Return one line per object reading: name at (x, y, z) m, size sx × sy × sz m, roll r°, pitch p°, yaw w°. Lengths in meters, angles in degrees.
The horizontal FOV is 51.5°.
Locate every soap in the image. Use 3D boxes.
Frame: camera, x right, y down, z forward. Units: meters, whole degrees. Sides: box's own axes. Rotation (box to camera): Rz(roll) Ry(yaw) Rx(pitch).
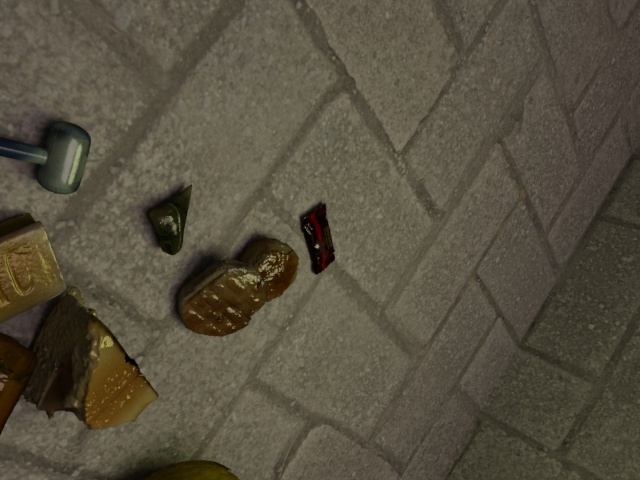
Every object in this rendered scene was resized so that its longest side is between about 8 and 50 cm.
soap at (-0.535, 0.066, 1.040) m, size 0.232 × 0.073 × 0.140 m, roll -29°, pitch 124°, yaw -34°

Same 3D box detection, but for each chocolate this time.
chocolate at (0.000, 0.000, 1.620) m, size 0.086 × 0.028 × 0.182 m, roll -37°, pitch 131°, yaw -33°

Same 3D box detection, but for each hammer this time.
hammer at (-0.458, -0.141, 1.029) m, size 0.194 × 0.069 × 0.116 m, roll 10°, pitch 102°, yaw -44°

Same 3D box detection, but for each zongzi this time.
zongzi at (-0.275, -0.039, 1.294) m, size 0.113 × 0.052 × 0.104 m, roll -49°, pitch 147°, yaw -37°

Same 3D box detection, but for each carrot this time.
carrot at (-0.577, 0.305, 1.089) m, size 0.114 × 0.114 × 0.302 m, roll 34°, pitch 82°, yaw -50°

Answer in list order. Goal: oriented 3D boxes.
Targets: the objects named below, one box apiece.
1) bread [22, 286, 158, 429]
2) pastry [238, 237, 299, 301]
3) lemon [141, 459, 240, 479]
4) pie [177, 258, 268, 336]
bread at (-0.384, 0.214, 1.193) m, size 0.211 × 0.183 × 0.224 m, roll 11°, pitch 103°, yaw -50°
pastry at (-0.117, 0.066, 1.485) m, size 0.153 × 0.081 × 0.153 m, roll -29°, pitch 132°, yaw -38°
lemon at (-0.272, 0.659, 1.401) m, size 0.349 × 0.387 × 0.350 m, roll -23°, pitch 139°, yaw -21°
pie at (-0.202, 0.127, 1.403) m, size 0.195 × 0.046 × 0.195 m, roll -11°, pitch 128°, yaw -14°
